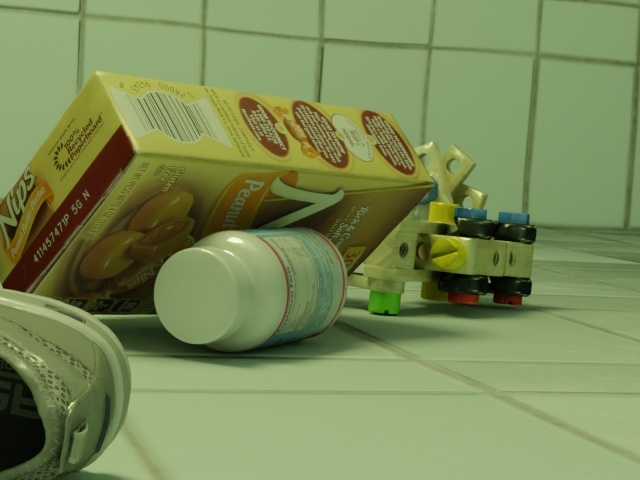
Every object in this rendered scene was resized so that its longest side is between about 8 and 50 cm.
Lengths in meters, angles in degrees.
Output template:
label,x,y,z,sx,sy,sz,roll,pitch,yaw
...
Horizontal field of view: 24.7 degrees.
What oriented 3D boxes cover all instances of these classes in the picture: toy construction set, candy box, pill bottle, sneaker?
label,x,y,z,sx,sy,sz,roll,pitch,yaw
toy construction set,0.088,-0.003,1.446,0.215,0.151,0.328,6,15,31
candy box,-0.081,-0.026,1.150,0.316,0.087,0.183,4,-41,-45
pill bottle,-0.050,0.035,1.054,0.087,0.087,0.160,5,4,26
sneaker,-0.217,0.046,0.583,0.281,0.105,0.115,4,4,-7
